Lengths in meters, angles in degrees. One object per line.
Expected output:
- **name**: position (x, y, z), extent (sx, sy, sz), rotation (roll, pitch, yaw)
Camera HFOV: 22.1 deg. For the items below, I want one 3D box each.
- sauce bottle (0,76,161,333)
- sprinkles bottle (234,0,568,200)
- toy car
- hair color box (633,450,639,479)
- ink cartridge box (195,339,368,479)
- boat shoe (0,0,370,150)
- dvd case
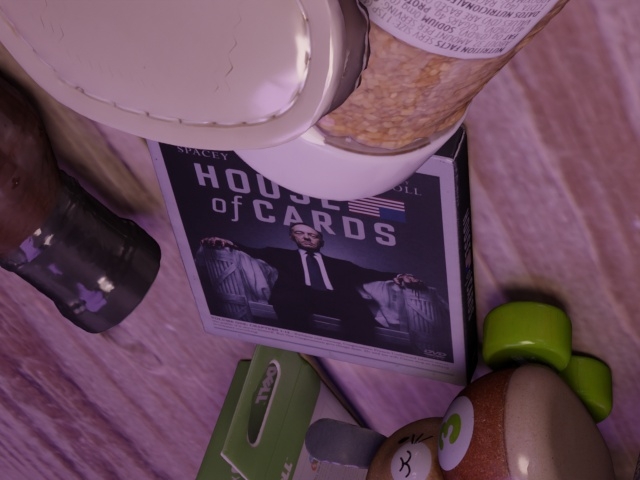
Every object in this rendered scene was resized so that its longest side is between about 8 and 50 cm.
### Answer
- **sauce bottle**: position (-0.230, -0.068, 0.899), extent (0.111, 0.111, 0.344), rotation (-17, 133, 45)
- **sprinkles bottle**: position (0.063, -0.139, 0.605), extent (0.121, 0.121, 0.355), rotation (27, 149, -11)
- **toy car**: position (0.070, 0.140, 0.969), extent (0.188, 0.155, 0.149), rotation (-10, 147, 26)
- **hair color box**: position (0.336, 0.156, 0.847), extent (0.338, 0.185, 0.110), rotation (18, 152, 2)
- **ink cartridge box**: position (-0.027, 0.154, 1.130), extent (0.062, 0.109, 0.209), rotation (-2, 143, 31)
- **boat shoe**: position (-0.103, -0.131, 0.656), extent (0.324, 0.096, 0.117), rotation (27, 111, 27)
- **dvd case**: position (0.000, 0.000, 0.951), extent (0.179, 0.030, 0.239), rotation (11, 148, 14)
